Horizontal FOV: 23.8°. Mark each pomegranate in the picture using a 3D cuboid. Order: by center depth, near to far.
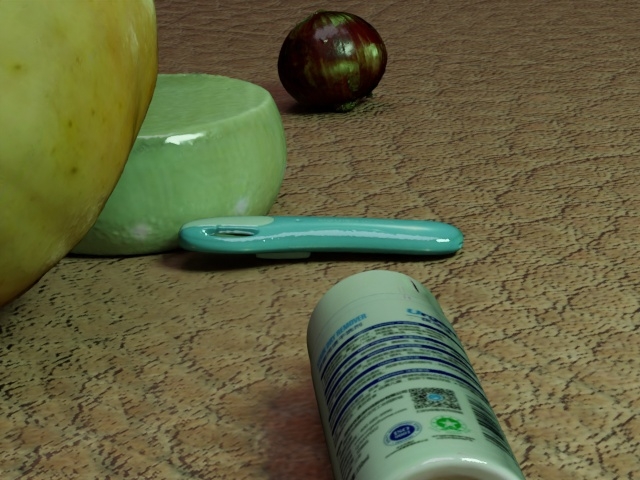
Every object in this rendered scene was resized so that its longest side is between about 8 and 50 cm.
[{"bbox_3d":[-0.322,-0.119,1.025,0.412,0.411,0.411,-3,20,1],"label":"pomegranate"}]

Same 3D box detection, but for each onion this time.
[{"bbox_3d":[0.009,-0.186,1.596,0.117,0.118,0.119,-31,-3,42],"label":"onion"}]

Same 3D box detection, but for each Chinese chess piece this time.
[{"bbox_3d":[-0.153,-0.071,1.298,0.250,0.101,0.250,-3,20,1],"label":"Chinese chess piece"}]

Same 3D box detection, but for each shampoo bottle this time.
[{"bbox_3d":[0.043,0.090,0.832,0.092,0.092,0.303,-6,19,-5],"label":"shampoo bottle"}]

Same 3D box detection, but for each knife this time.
[{"bbox_3d":[0.000,0.000,1.180,0.222,0.031,0.064,1,16,3],"label":"knife"}]
